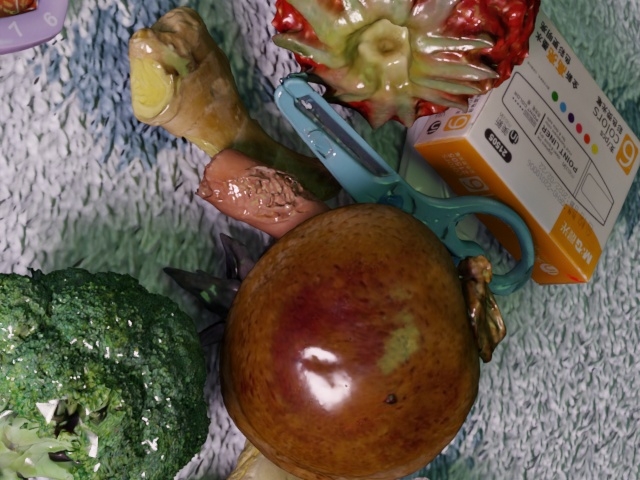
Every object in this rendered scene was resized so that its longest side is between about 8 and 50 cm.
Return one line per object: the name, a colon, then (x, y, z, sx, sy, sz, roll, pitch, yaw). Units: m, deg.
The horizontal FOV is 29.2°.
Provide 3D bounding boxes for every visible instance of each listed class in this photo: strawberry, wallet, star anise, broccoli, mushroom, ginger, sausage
strawberry: (0.100, -0.298, 1.315, 0.292, 0.292, 0.343, 36, 47, -24)
wallet: (0.148, -0.083, 1.439, 0.124, 0.032, 0.182, 20, 75, -28)
star anise: (-0.059, 0.072, 1.275, 0.180, 0.061, 0.204, -45, 108, -27)
broccoli: (-0.231, 0.137, 1.081, 0.270, 0.270, 0.270, -32, 104, 1)
mushroom: (0.047, 0.097, 1.176, 0.283, 0.195, 0.263, -26, 86, -18)
ginger: (-0.086, -0.127, 1.274, 0.294, 0.086, 0.131, 35, 55, -33)
sausage: (0.000, 0.001, 1.270, 0.304, 0.078, 0.078, 36, 68, -30)

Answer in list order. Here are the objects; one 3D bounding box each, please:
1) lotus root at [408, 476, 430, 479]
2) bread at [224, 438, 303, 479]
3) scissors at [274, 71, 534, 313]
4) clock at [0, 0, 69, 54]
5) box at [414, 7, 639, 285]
lotus root: (0.097, 0.323, 1.320, 0.122, 0.112, 0.081, -38, 119, 3)
bread: (-0.014, 0.269, 1.271, 0.178, 0.060, 0.139, 47, 40, -17)
scissors: (0.086, -0.038, 1.326, 0.180, 0.032, 0.393, -42, 118, 5)
clock: (-0.315, -0.248, 1.145, 0.172, 0.064, 0.198, 43, 65, -21)
box: (0.255, -0.109, 1.447, 0.274, 0.091, 0.220, 44, 61, -30)
